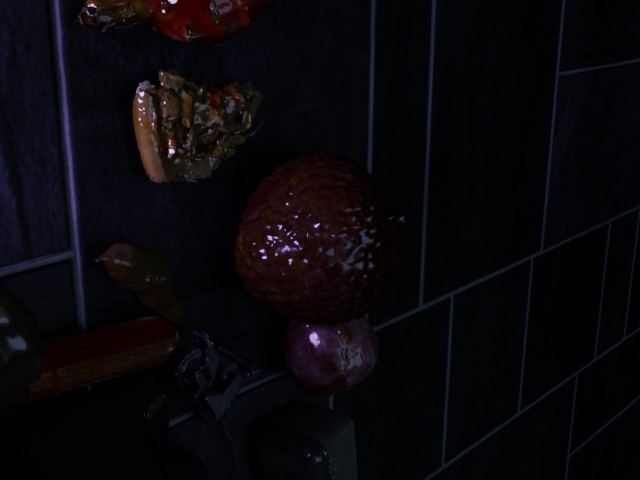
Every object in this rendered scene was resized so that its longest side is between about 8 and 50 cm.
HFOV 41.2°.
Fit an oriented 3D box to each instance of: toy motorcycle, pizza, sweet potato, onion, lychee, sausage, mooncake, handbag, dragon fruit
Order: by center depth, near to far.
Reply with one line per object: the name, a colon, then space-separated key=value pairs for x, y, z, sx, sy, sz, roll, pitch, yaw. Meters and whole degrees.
mooncake: x=-0.382 y=0.085 z=0.843 sx=0.124 sy=0.228 sz=0.228 roll=-51 pitch=135 yaw=-36
dragon fruit: x=-0.178 y=-0.293 z=1.038 sx=0.246 sy=0.125 sz=0.125 roll=-23 pitch=87 yaw=-27
sausage: x=-0.278 y=0.143 z=1.089 sx=0.264 sy=0.083 sz=0.083 roll=-10 pitch=110 yaw=-48
handbag: x=-0.258 y=0.340 z=1.111 sx=0.288 sy=0.152 sz=0.342 roll=-45 pitch=119 yaw=-48
sweet potato: x=-0.224 y=0.053 z=1.135 sx=0.068 sy=0.068 sz=0.226 roll=-60 pitch=146 yaw=-16
pizza: x=-0.155 y=-0.148 z=1.143 sx=0.226 sy=0.069 sz=0.147 roll=-3 pitch=102 yaw=-48
toy motorcycle: x=-0.151 y=0.193 z=1.229 sx=0.122 sy=0.080 sz=0.215 roll=-55 pitch=154 yaw=-20
lychee: x=0.000 y=0.000 z=1.243 sx=0.260 sy=0.260 sz=0.260 roll=-19 pitch=116 yaw=-44
onion: x=0.002 y=0.153 z=1.374 sx=0.159 sy=0.159 sz=0.195 roll=-34 pitch=96 yaw=-37

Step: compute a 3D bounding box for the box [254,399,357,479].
box: x=-0.019 y=0.383 z=1.413 sx=0.129 sy=0.148 sz=0.210 roll=-33 pitch=127 yaw=-48
